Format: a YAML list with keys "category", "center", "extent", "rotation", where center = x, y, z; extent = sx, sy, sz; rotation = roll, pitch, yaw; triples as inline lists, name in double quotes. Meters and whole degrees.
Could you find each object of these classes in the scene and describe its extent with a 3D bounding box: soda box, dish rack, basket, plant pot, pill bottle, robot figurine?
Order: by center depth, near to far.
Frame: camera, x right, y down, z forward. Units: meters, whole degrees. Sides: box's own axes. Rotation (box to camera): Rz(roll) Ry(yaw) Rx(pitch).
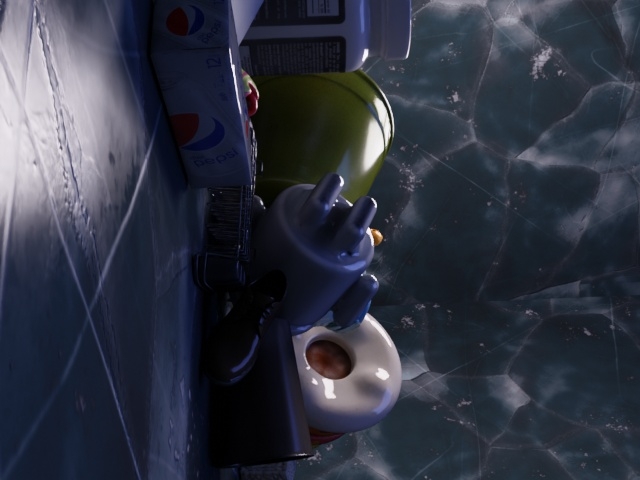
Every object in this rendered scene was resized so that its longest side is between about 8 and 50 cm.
- category: "soda box"
  center: [-0.144, -0.180, 0.993]
  extent: [0.286, 0.091, 0.098]
  rotation: [89, -3, -63]
- category: "dish rack"
  center: [-0.138, -0.054, 1.220]
  extent: [0.208, 0.074, 0.272]
  rotation: [98, -4, -80]
- category: "basket"
  center: [-0.103, 0.253, 1.293]
  extent: [0.204, 0.154, 0.227]
  rotation: [133, -47, -63]
- category: "robot figurine"
  center: [-0.039, 0.040, 1.400]
  extent: [0.353, 0.300, 0.200]
  rotation: [-50, -177, 38]
- category: "pill bottle"
  center: [-0.022, -0.415, 1.447]
  extent: [0.210, 0.362, 0.210]
  rotation: [178, -90, -89]
- category: "plant pot"
  center: [-0.043, -0.146, 1.645]
  extent: [0.353, 0.366, 0.367]
  rotation: [-77, 169, -46]
- category: "basket"
  center: [-0.112, 0.486, 1.672]
  extent: [0.167, 0.113, 0.103]
  rotation: [88, 2, -48]

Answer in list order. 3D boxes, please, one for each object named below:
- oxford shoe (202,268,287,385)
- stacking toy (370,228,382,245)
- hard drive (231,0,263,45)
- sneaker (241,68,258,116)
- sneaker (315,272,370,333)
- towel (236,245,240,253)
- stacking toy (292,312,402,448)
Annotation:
- category: "oxford shoe"
  center: [-0.114, 0.123, 1.194]
  extent: [0.096, 0.082, 0.227]
  rotation: [-62, -178, 45]
- category: "stacking toy"
  center: [0.000, 0.000, 1.890]
  extent: [0.175, 0.301, 0.166]
  rotation: [-93, -179, -69]
- category: "hard drive"
  center: [-0.093, -0.427, 1.143]
  extent: [0.353, 0.047, 0.233]
  rotation: [-63, 178, -3]
- category: "sneaker"
  center: [-0.134, -0.217, 1.165]
  extent: [0.094, 0.081, 0.208]
  rotation: [45, 2, 1]
- category: "sneaker"
  center: [-0.019, 0.161, 1.659]
  extent: [0.127, 0.319, 0.208]
  rotation: [51, -8, 41]
- category: "towel"
  center: [-0.166, 0.115, 1.793]
  extent: [0.325, 0.038, 0.248]
  rotation: [-95, -177, -73]
- category: "stacking toy"
  center: [-0.042, 0.391, 1.863]
  extent: [0.480, 0.350, 0.351]
  rotation: [115, -21, -44]
